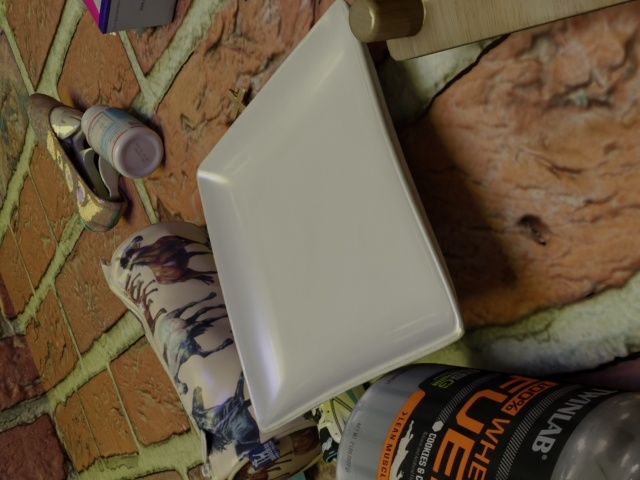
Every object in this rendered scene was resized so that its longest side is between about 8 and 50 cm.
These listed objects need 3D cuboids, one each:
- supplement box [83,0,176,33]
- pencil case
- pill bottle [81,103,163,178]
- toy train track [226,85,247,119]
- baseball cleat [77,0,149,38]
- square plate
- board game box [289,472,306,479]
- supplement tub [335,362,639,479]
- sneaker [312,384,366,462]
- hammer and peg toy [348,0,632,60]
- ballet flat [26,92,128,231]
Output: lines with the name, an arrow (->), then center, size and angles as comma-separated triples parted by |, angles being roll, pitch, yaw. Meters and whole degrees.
supplement box -> -0.292, -0.409, 1.033 | 0.220, 0.114, 0.111 | 57, 145, 18
pencil case -> -0.158, 0.157, 1.057 | 0.410, 0.184, 0.159 | 53, 143, 26
pill bottle -> -0.333, -0.169, 1.231 | 0.160, 0.087, 0.087 | 36, 133, 42
toy train track -> -0.091, -0.166, 0.955 | 0.083, 0.014, 0.048 | 48, 133, 22
baseball cleat -> -0.321, -0.383, 1.126 | 0.206, 0.072, 0.109 | 35, 126, 37
square plate -> -0.009, -0.008, 0.783 | 0.344, 0.049, 0.347 | -39, 61, 47
board game box -> -0.061, 0.331, 1.141 | 0.133, 0.033, 0.168 | 46, 143, 24
supplement tub -> 0.173, 0.206, 0.597 | 0.316, 0.194, 0.193 | -4, 102, 55
sneaker -> 0.021, 0.215, 0.917 | 0.237, 0.086, 0.085 | 52, 144, 28
hammer and peg toy -> 0.103, -0.320, 0.495 | 0.266, 0.127, 0.361 | 3, 108, 54
ballet flat -> -0.448, -0.169, 1.407 | 0.106, 0.108, 0.315 | -36, 80, 35
